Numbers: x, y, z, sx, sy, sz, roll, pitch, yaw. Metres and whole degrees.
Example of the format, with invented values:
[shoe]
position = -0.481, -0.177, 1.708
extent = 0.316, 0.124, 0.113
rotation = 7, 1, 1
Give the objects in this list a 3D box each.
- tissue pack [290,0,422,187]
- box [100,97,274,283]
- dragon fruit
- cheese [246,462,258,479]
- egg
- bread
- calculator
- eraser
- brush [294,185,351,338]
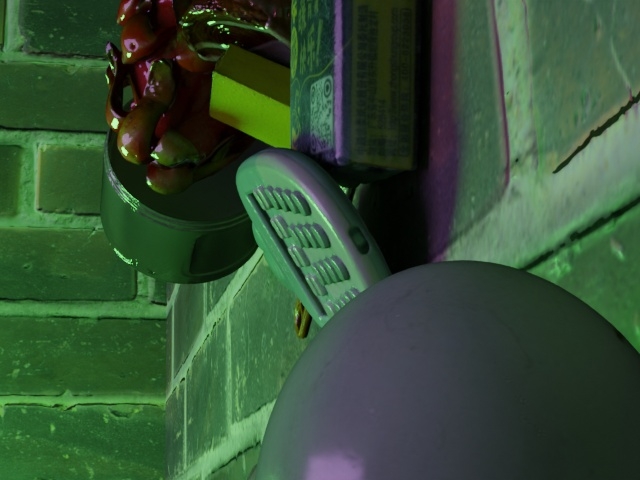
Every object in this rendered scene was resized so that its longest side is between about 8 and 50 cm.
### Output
[tissue pack]
position = 0.025, -0.178, 0.921
extent = 0.185, 0.081, 0.257
rotation = 174, 98, -77
[box]
position = -0.172, -0.076, 1.472
extent = 0.149, 0.226, 0.226
rotation = 110, 158, -56
[dragon fruit]
position = -0.147, -0.194, 1.296
extent = 0.243, 0.307, 0.227
rotation = 47, 139, 15
[cheese]
position = 0.008, 0.225, 0.780
extent = 0.189, 0.154, 0.198
rotation = 137, 133, -81
[egg]
position = 0.066, 0.139, 0.452
extent = 0.183, 0.182, 0.264
rotation = 143, 120, -74
[bread]
position = -0.055, -0.210, 1.123
extent = 0.073, 0.160, 0.160
rotation = -65, 4, -20
[calculator]
position = -0.006, 0.005, 0.957
extent = 0.184, 0.042, 0.295
rotation = 59, 167, -6
[eraser]
position = -0.048, -0.136, 1.125
extent = 0.097, 0.122, 0.045
rotation = 106, -170, -68
[brush]
position = 0.000, 0.000, 1.170
extent = 0.314, 0.017, 0.090
rotation = 104, 163, -47
